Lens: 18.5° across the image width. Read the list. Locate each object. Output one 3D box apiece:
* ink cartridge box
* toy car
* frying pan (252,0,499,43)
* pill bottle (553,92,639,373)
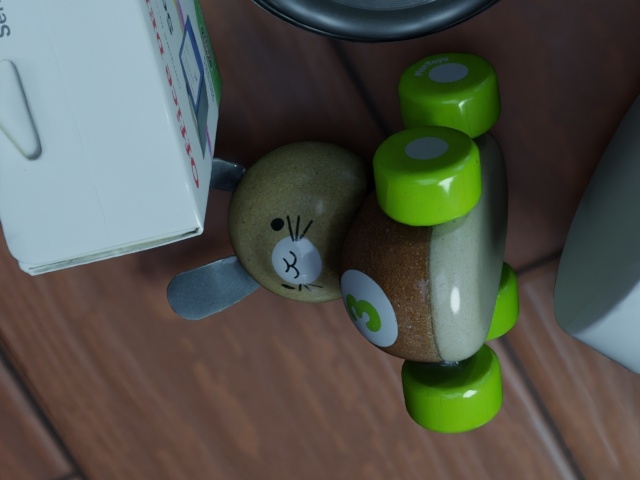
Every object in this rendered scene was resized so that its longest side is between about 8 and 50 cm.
[{"bbox_3d":[-0.110,-0.098,0.931,0.093,0.212,0.154,-13,111,6],"label":"ink cartridge box"},{"bbox_3d":[0.000,0.000,1.017,0.188,0.149,0.155,0,123,14],"label":"toy car"},{"bbox_3d":[0.012,-0.234,0.942,0.197,0.053,0.326,-16,122,7],"label":"frying pan"},{"bbox_3d":[0.332,0.060,0.977,0.408,0.229,0.229,28,110,-10],"label":"pill bottle"}]
